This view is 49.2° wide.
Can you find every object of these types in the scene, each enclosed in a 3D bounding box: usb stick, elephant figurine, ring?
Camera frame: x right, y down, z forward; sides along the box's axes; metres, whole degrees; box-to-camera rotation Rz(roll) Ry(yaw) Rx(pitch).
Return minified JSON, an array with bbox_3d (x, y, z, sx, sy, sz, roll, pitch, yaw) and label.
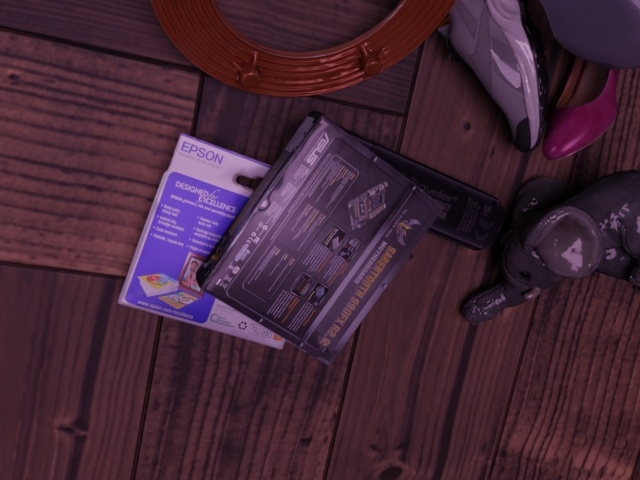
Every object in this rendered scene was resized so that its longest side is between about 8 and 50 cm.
[{"bbox_3d":[0.102,-0.063,0.858,0.278,0.045,0.077,21,90,-19],"label":"usb stick"},{"bbox_3d":[0.302,0.000,0.880,0.240,0.169,0.185,-2,74,1],"label":"elephant figurine"},{"bbox_3d":[0.001,-0.265,0.682,0.337,0.032,0.336,-11,146,-8],"label":"ring"}]

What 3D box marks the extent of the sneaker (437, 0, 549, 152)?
[{"bbox_3d":[0.206,-0.227,0.833,0.108,0.100,0.271,-11,121,27],"label":"sneaker"}]

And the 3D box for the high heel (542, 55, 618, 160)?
[{"bbox_3d":[0.322,-0.213,0.845,0.244,0.082,0.117,-49,119,-13],"label":"high heel"}]

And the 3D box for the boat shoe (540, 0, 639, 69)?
[{"bbox_3d":[0.269,-0.292,0.720,0.306,0.113,0.104,28,76,-32],"label":"boat shoe"}]

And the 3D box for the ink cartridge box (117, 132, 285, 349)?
[{"bbox_3d":[-0.102,0.004,0.815,0.207,0.045,0.208,20,98,-19],"label":"ink cartridge box"}]

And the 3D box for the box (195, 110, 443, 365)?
[{"bbox_3d":[0.000,0.000,0.790,0.183,0.056,0.231,34,94,-22],"label":"box"}]
